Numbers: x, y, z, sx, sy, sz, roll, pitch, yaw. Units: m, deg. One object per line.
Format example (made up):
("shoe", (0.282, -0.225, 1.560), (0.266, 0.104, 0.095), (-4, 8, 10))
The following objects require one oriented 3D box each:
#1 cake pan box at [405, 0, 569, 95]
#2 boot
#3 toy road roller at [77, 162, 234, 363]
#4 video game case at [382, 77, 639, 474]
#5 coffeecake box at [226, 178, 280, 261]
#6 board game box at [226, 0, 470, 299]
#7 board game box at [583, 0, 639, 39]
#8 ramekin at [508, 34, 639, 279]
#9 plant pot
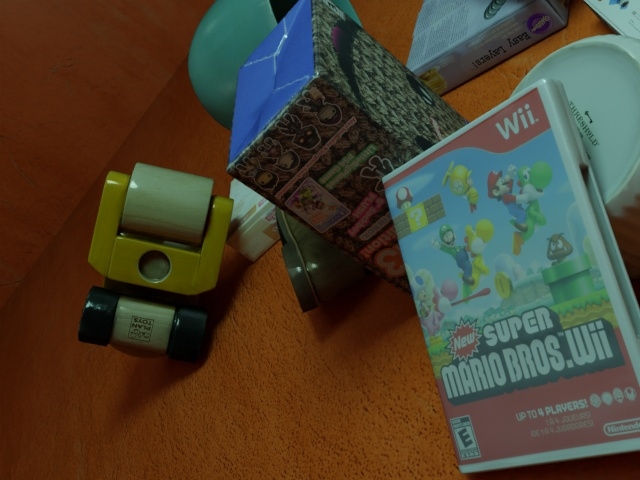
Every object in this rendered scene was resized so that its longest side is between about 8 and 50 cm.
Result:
("cake pan box", (0.247, -0.359, 1.085), (0.245, 0.070, 0.267), (-23, 40, 43))
("boot", (0.000, 0.000, 1.068), (0.115, 0.112, 0.305), (-21, 25, -1))
("toy road roller", (-0.280, 0.039, 1.273), (0.240, 0.202, 0.330), (-140, 63, -78))
("video game case", (0.156, 0.040, 0.621), (0.204, 0.025, 0.285), (-30, 68, 49))
("coffeecake box", (-0.094, -0.076, 1.305), (0.142, 0.068, 0.185), (-41, 29, 25))
("board game box", (0.055, -0.106, 0.847), (0.141, 0.291, 0.232), (-42, 30, 27))
("board game box", (0.395, -0.250, 0.728), (0.193, 0.053, 0.305), (-42, 29, 24))
("ramekin", (0.244, -0.076, 0.641), (0.207, 0.109, 0.207), (-27, 56, 50))
("plant pot", (-0.084, -0.314, 1.278), (0.235, 0.293, 0.293), (-22, 40, 33))
